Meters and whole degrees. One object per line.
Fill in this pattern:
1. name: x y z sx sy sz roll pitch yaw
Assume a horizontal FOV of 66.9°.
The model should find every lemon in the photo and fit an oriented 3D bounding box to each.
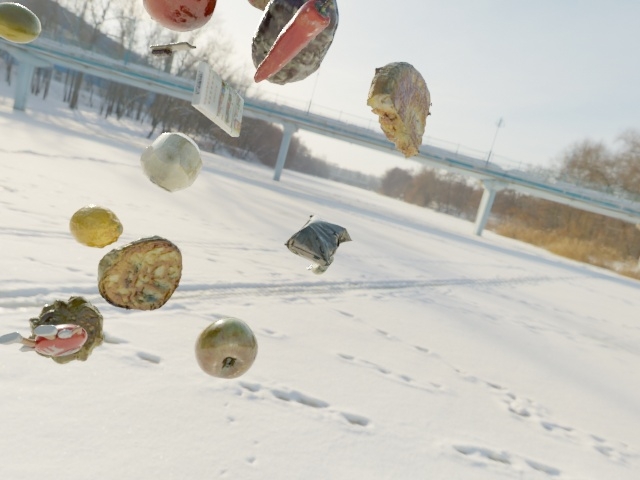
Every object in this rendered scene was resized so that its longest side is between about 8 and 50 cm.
1. lemon: -0.723 -0.044 1.566 0.187 0.142 0.142 4 3 19

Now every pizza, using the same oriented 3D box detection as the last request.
1. pizza: 0.188 -0.305 1.147 0.086 0.226 0.335 1 18 28

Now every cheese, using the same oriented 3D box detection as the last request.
1. cheese: -0.012 0.098 1.915 0.037 0.097 0.192 43 -20 -12

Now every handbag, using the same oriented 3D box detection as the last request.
1. handbag: 0.000 0.000 1.631 0.183 0.117 0.270 25 28 8

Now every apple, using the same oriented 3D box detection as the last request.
1. apple: -0.360 0.412 1.858 0.261 0.260 0.194 12 29 -25

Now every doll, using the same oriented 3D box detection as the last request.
1. doll: -0.736 0.275 1.333 0.183 0.085 0.217 -15 -17 3

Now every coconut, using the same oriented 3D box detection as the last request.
1. coconut: -0.421 -0.212 1.356 0.161 0.161 0.162 18 51 17

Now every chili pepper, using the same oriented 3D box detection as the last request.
1. chili pepper: -0.052 -0.440 1.044 0.063 0.272 0.071 59 31 9

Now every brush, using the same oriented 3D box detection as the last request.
1. brush: -0.501 -0.642 1.636 0.248 0.036 0.043 16 15 41

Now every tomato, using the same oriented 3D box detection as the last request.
1. tomato: -0.397 -0.673 1.399 0.199 0.112 0.228 -19 -5 -44

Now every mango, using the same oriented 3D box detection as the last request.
1. mango: -0.937 -0.658 1.474 0.086 0.122 0.191 -23 22 24

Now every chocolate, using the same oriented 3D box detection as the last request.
1. chocolate: -0.093 -0.636 1.518 0.225 0.340 0.210 35 40 -2

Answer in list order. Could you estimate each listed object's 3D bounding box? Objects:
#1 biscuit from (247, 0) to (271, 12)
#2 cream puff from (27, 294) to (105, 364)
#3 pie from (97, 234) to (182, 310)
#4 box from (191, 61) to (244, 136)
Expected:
1. biscuit: -0.120 -0.811 1.615 0.283 0.432 0.064 19 51 2
2. cream puff: -0.870 0.311 1.674 0.244 0.244 0.196 13 -3 -18
3. pie: -0.637 0.123 1.738 0.315 0.315 0.092 8 12 -46
4. box: -0.281 -0.386 1.354 0.032 0.122 0.220 3 -9 18
